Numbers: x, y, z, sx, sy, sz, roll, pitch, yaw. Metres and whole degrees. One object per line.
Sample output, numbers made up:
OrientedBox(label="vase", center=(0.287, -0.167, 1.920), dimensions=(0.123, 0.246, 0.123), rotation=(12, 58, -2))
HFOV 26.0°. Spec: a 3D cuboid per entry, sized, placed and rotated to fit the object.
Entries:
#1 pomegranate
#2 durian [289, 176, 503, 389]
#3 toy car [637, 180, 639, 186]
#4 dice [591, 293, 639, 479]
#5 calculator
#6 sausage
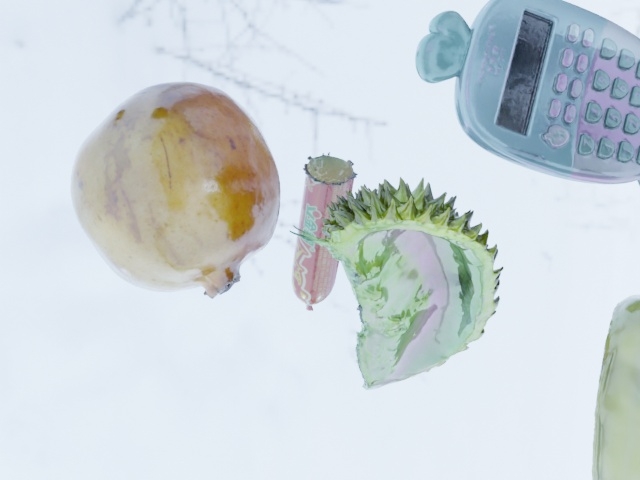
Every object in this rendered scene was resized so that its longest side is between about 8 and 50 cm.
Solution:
OrientedBox(label="pomegranate", center=(-0.173, -0.053, 1.665), dimensions=(0.264, 0.264, 0.264), rotation=(4, 90, -72))
OrientedBox(label="durian", center=(0.096, 0.046, 1.510), dimensions=(0.169, 0.157, 0.355), rotation=(-50, 149, -20))
OrientedBox(label="toy car", center=(0.400, -0.062, 1.554), dimensions=(0.205, 0.056, 0.095), rotation=(-113, -178, -66))
OrientedBox(label="dice", center=(0.375, 0.171, 1.233), dimensions=(0.227, 0.238, 0.233), rotation=(3, 93, -68))
OrientedBox(label="calculator", center=(0.239, -0.160, 1.442), dimensions=(0.041, 0.299, 0.185), rotation=(142, -36, -74))
OrientedBox(label="sausage", center=(0.000, 0.000, 2.090), dimensions=(0.083, 0.083, 0.264), rotation=(-60, 162, -54))
